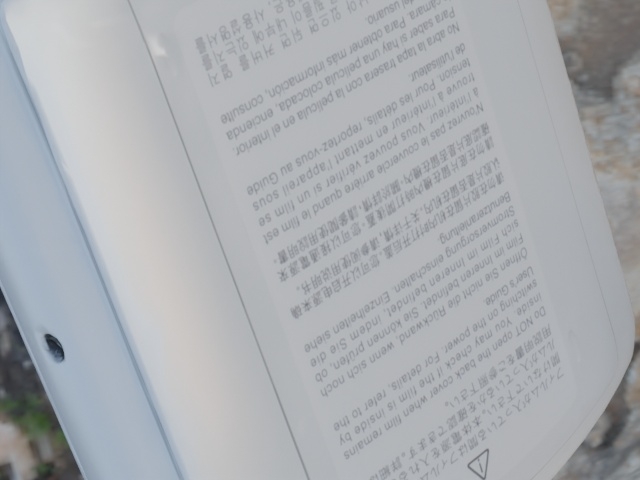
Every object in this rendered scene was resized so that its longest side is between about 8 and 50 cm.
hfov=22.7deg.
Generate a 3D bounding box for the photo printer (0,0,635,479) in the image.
[{"bbox_3d":[0.000,0.000,0.637,0.107,0.256,0.307,8,124,51],"label":"photo printer"}]
